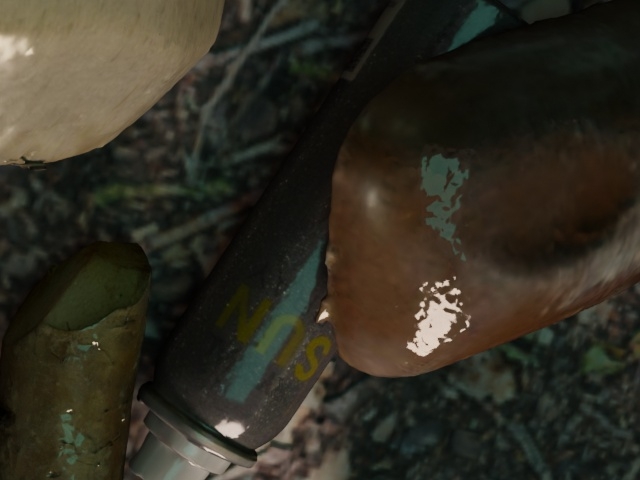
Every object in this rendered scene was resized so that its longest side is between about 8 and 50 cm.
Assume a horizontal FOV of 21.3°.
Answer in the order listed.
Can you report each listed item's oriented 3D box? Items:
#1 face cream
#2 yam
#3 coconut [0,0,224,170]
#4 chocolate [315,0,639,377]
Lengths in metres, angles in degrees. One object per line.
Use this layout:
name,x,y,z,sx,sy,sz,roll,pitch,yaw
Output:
face cream,0.000,0.000,0.825,0.073,0.073,0.283,34,90,-22
yam,-0.121,0.071,0.803,0.069,0.070,0.146,4,103,-20
coconut,-0.142,-0.165,0.650,0.245,0.245,0.247,4,107,-20
chocolate,0.122,-0.024,0.809,0.261,0.083,0.161,-25,130,-31
